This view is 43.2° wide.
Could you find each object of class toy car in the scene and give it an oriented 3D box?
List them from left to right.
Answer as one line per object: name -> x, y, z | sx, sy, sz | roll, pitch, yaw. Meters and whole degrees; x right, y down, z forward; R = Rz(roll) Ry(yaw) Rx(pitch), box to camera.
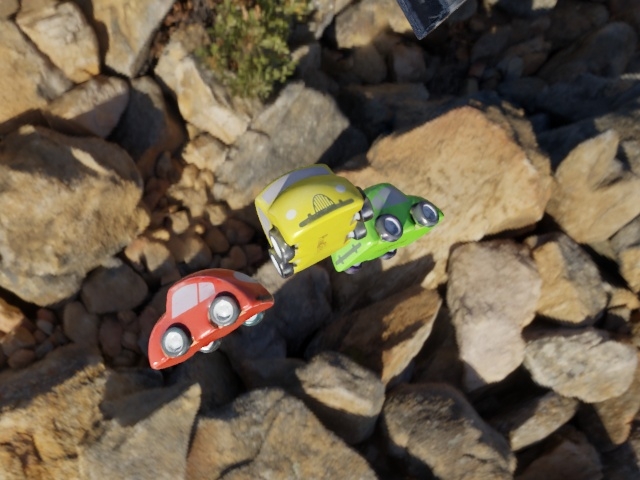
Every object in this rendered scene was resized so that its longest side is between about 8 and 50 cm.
toy car -> 0.000, 0.000, 0.582 | 0.225, 0.239, 0.053 | -19, 74, -43

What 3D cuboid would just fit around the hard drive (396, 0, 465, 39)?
hard drive -> 0.121, -0.323, 0.753 | 0.172, 0.054, 0.255 | 54, 50, -27
